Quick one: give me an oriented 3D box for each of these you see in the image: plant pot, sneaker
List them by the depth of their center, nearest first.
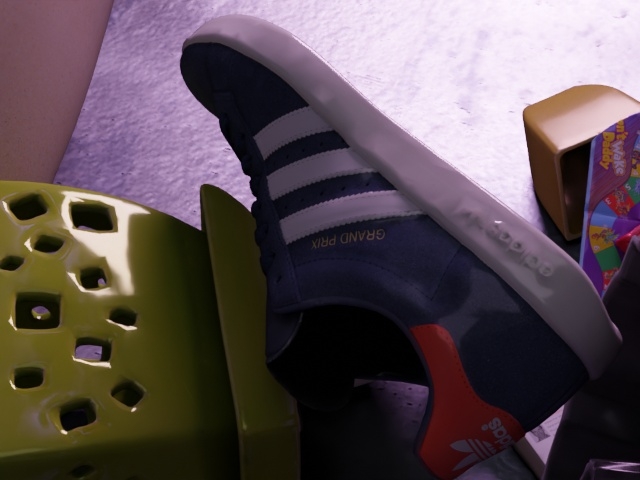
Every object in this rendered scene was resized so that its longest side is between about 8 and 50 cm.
[{"bbox_3d":[0.000,0.000,1.006,0.148,0.131,0.350,-46,50,-4],"label":"sneaker"},{"bbox_3d":[-0.123,0.104,1.086,0.207,0.228,0.227,-7,48,-6],"label":"plant pot"},{"bbox_3d":[-0.283,-0.085,1.269,0.257,0.256,0.274,-1,66,7],"label":"plant pot"},{"bbox_3d":[0.186,-0.065,1.277,0.082,0.081,0.083,-24,40,-12],"label":"plant pot"}]

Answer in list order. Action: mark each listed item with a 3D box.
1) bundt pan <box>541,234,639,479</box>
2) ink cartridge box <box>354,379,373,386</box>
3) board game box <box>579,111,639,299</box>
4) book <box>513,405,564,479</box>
[{"bbox_3d":[0.194,0.159,0.949,0.124,0.331,0.330,16,53,0],"label":"bundt pan"},{"bbox_3d":[0.042,0.036,1.193,0.135,0.056,0.099,-19,46,25],"label":"ink cartridge box"},{"bbox_3d":[0.245,-0.012,1.197,0.133,0.033,0.168,9,77,-6],"label":"board game box"},{"bbox_3d":[0.155,0.091,1.179,0.096,0.035,0.144,-24,52,-16],"label":"book"}]
